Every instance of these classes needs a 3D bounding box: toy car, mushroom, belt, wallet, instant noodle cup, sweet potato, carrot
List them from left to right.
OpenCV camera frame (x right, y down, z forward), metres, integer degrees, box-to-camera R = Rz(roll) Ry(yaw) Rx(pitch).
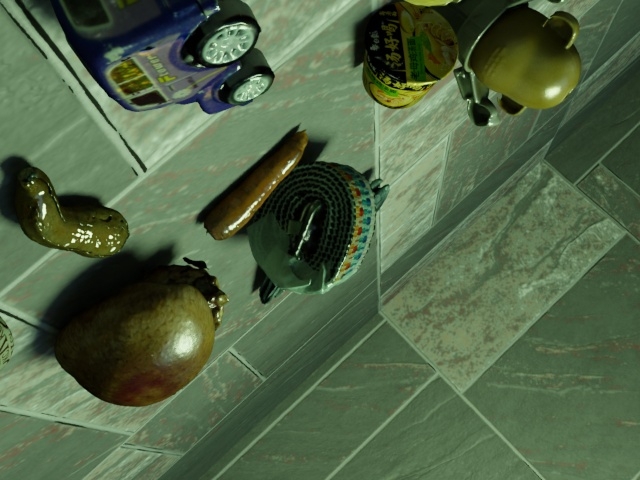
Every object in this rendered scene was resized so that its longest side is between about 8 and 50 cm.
[{"bbox_3d":[-0.315,-0.026,0.908,0.081,0.062,0.233,-59,161,-5],"label":"sweet potato"},{"bbox_3d":[-0.274,0.153,1.198,0.283,0.195,0.263,-41,158,-12],"label":"mushroom"},{"bbox_3d":[-0.153,-0.207,0.700,0.158,0.172,0.235,-27,165,-1],"label":"toy car"},{"bbox_3d":[-0.104,-0.094,1.250,0.248,0.059,0.059,-46,164,-4],"label":"carrot"},{"bbox_3d":[-0.015,-0.022,1.365,0.150,0.207,0.257,-8,123,-63],"label":"belt"},{"bbox_3d":[0.000,0.000,1.695,0.342,0.075,0.237,-38,169,-27],"label":"wallet"},{"bbox_3d":[0.134,-0.294,1.197,0.151,0.151,0.122,-39,175,-17],"label":"instant noodle cup"}]

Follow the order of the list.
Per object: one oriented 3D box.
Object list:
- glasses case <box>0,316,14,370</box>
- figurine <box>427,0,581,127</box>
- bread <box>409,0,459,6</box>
[{"bbox_3d":[-0.537,0.199,0.873,0.355,0.085,0.137,-34,162,-33],"label":"glasses case"},{"bbox_3d":[0.310,-0.337,1.234,0.167,0.285,0.342,-39,161,-11],"label":"figurine"},{"bbox_3d":[0.136,-0.382,0.884,0.197,0.197,0.170,-49,168,16],"label":"bread"}]
